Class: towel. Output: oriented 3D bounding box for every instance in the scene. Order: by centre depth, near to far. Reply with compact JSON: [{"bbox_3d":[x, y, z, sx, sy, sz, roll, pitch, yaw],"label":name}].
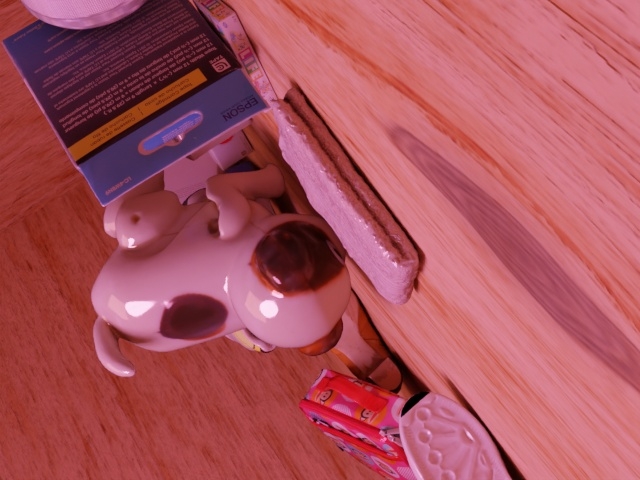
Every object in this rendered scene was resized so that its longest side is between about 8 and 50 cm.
[{"bbox_3d":[0.028,-0.050,1.199,0.282,0.049,0.187,54,173,15],"label":"towel"}]

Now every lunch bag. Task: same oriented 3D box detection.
[{"bbox_3d":[0.104,0.341,1.749,0.293,0.120,0.258,11,149,51],"label":"lunch bag"}]

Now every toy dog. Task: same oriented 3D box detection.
[{"bbox_3d":[-0.145,0.045,1.498,0.407,0.395,0.285,3,128,27],"label":"toy dog"}]

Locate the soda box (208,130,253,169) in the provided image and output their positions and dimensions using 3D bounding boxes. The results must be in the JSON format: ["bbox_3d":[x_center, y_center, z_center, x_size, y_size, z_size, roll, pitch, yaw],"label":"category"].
[{"bbox_3d":[-0.215,-0.244,1.797,0.216,0.074,0.069,61,171,-29],"label":"soda box"}]

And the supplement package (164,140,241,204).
[{"bbox_3d":[-0.264,-0.082,2.033,0.293,0.177,0.175,-96,-16,-45],"label":"supplement package"}]

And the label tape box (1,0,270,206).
[{"bbox_3d":[-0.245,-0.203,1.289,0.348,0.249,0.115,53,172,29],"label":"label tape box"}]

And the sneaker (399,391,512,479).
[{"bbox_3d":[0.231,0.392,1.457,0.323,0.130,0.236,48,166,17],"label":"sneaker"}]

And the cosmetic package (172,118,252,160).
[{"bbox_3d":[-0.257,-0.299,1.631,0.296,0.129,0.153,60,170,-19],"label":"cosmetic package"}]

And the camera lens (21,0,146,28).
[{"bbox_3d":[-0.327,-0.425,1.203,0.219,0.219,0.274,52,171,29],"label":"camera lens"}]

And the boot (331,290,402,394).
[{"bbox_3d":[0.049,0.186,1.838,0.295,0.104,0.211,51,172,6],"label":"boot"}]

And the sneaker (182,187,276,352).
[{"bbox_3d":[-0.160,0.060,1.851,0.147,0.145,0.385,28,148,44],"label":"sneaker"}]

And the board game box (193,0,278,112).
[{"bbox_3d":[-0.116,-0.259,1.301,0.103,0.026,0.154,48,169,48],"label":"board game box"}]

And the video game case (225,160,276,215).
[{"bbox_3d":[-0.107,-0.013,1.897,0.269,0.061,0.244,-121,8,-69],"label":"video game case"}]
